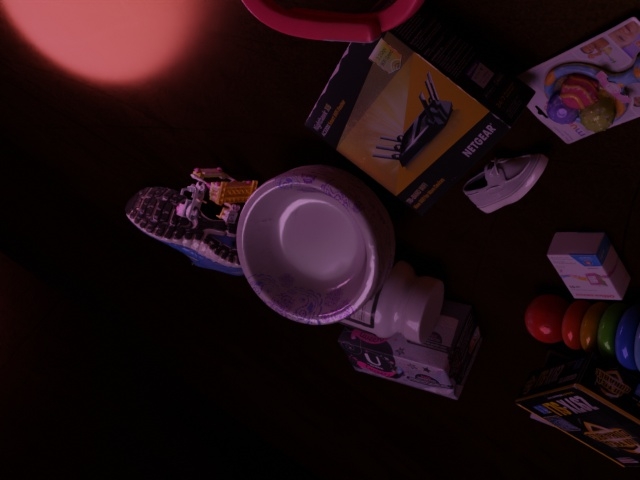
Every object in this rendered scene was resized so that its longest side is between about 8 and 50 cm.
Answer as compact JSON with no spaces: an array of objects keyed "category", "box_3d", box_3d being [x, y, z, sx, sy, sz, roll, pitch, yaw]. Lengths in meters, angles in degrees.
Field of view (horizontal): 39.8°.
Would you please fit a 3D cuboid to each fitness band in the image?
[{"category":"fitness band","box_3d":[0.007,-0.359,1.106,0.291,0.054,0.209,13,122,30]}]

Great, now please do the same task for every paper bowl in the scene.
[{"category":"paper bowl","box_3d":[0.000,0.000,1.625,0.284,0.148,0.284,9,112,24]}]

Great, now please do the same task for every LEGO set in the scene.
[{"category":"LEGO set","box_3d":[-0.179,-0.075,1.803,0.107,0.132,0.287,30,-178,37]}]

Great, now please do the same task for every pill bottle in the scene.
[{"category":"pill bottle","box_3d":[0.095,0.101,1.769,0.278,0.162,0.162,17,151,22]}]

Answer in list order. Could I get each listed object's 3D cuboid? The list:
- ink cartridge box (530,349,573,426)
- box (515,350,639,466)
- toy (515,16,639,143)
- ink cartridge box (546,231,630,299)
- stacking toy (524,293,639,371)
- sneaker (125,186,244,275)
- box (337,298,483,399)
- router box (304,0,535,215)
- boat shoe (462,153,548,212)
[{"category":"ink cartridge box","box_3d":[0.609,0.380,1.853,0.324,0.071,0.330,19,150,19]},{"category":"box","box_3d":[0.526,0.316,1.609,0.257,0.079,0.322,32,164,2]},{"category":"toy","box_3d":[0.352,-0.185,1.145,0.137,0.056,0.237,40,151,-16]},{"category":"ink cartridge box","box_3d":[0.441,0.043,1.452,0.088,0.052,0.122,-1,142,44]},{"category":"stacking toy","box_3d":[0.502,0.162,1.521,0.330,0.141,0.141,8,146,42]},{"category":"sneaker","box_3d":[-0.296,-0.003,2.008,0.330,0.130,0.147,27,151,4]},{"category":"box","box_3d":[0.189,0.208,1.857,0.247,0.163,0.142,12,150,30]},{"category":"router box","box_3d":[0.131,-0.191,1.293,0.243,0.081,0.309,38,153,0]},{"category":"boat shoe","box_3d":[0.281,-0.098,1.366,0.063,0.066,0.184,33,163,-9]}]
